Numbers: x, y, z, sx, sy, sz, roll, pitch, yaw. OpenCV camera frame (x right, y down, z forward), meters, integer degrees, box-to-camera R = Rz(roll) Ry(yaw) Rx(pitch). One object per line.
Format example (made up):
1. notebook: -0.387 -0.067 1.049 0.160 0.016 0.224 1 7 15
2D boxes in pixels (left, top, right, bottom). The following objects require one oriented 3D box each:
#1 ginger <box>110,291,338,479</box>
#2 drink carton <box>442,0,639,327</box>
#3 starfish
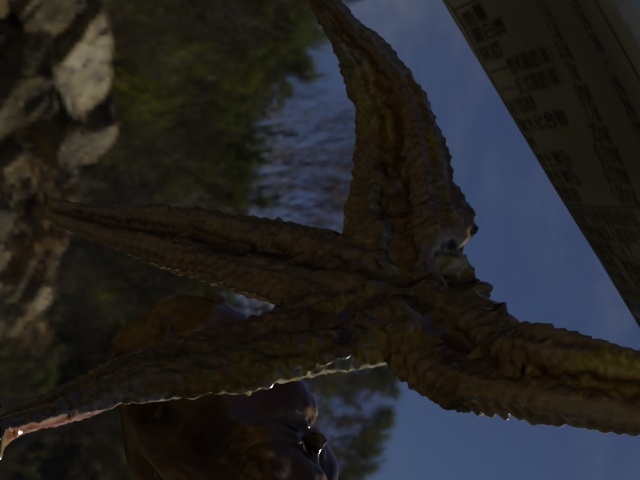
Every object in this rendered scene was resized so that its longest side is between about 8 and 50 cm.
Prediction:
1. ginger: -0.064 0.200 1.188 0.274 0.152 0.357 44 -19 16
2. drink carton: 0.139 -0.108 0.410 0.324 0.194 0.132 57 -10 -8
3. starfish: 0.002 0.007 0.793 0.398 0.384 0.132 -98 180 -46
